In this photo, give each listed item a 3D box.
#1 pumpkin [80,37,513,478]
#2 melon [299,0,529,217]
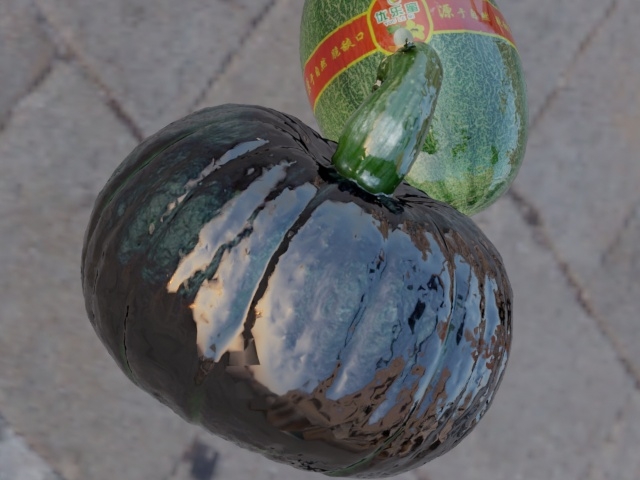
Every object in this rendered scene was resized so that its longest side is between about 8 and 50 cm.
[{"bbox_3d":[0.000,0.000,1.065,0.248,0.248,0.248,-8,101,-42],"label":"pumpkin"},{"bbox_3d":[0.074,-0.147,1.617,0.182,0.182,0.288,9,51,-44],"label":"melon"}]
